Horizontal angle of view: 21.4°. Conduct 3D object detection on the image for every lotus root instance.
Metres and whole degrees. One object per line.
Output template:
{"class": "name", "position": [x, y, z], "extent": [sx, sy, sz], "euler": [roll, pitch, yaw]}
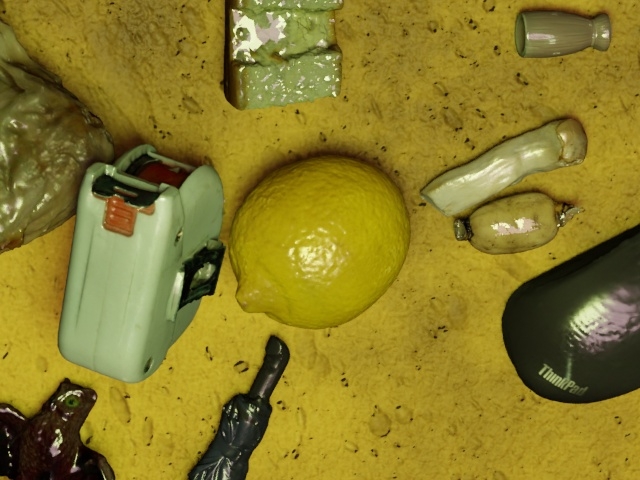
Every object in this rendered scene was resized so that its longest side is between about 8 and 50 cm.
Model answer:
{"class": "lotus root", "position": [0.229, -0.018, 1.938], "extent": [0.152, 0.063, 0.072], "euler": [-13, 130, 2]}

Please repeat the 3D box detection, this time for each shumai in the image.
{"class": "shumai", "position": [-0.403, -0.124, 1.781], "extent": [0.346, 0.217, 0.283], "euler": [-13, 108, 2]}

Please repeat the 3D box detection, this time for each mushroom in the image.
{"class": "mushroom", "position": [0.210, -0.081, 1.929], "extent": [0.202, 0.054, 0.059], "euler": [-23, 108, 7]}

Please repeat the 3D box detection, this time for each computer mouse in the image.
{"class": "computer mouse", "position": [0.347, 0.092, 1.965], "extent": [0.269, 0.100, 0.170], "euler": [-30, 109, 5]}

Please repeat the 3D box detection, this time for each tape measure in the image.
{"class": "tape measure", "position": [-0.183, 0.017, 1.821], "extent": [0.125, 0.246, 0.243], "euler": [21, 117, 12]}

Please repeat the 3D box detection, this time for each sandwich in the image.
{"class": "sandwich", "position": [-0.045, -0.265, 1.815], "extent": [0.122, 0.128, 0.236], "euler": [-4, 108, -11]}

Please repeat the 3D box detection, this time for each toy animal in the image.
{"class": "toy animal", "position": [-0.318, 0.254, 1.980], "extent": [0.218, 0.116, 0.179], "euler": [24, 75, 17]}

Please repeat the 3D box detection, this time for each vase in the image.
{"class": "vase", "position": [0.271, -0.231, 1.886], "extent": [0.100, 0.053, 0.053], "euler": [-2, 107, -8]}

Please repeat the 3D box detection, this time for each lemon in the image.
{"class": "lemon", "position": [0.000, 0.000, 1.870], "extent": [0.244, 0.187, 0.187], "euler": [-35, 109, -27]}

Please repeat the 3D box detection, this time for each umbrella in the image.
{"class": "umbrella", "position": [-0.092, 0.228, 1.989], "extent": [0.071, 0.071, 0.248], "euler": [28, 101, -12]}
